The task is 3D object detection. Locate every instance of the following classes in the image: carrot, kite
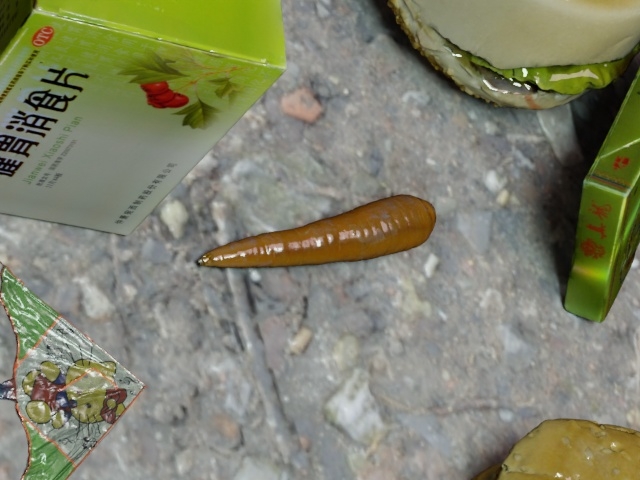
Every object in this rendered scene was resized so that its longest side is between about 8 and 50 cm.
[{"bbox_3d":[0.000,0.000,1.348,0.216,0.048,0.048,-12,76,-29],"label":"carrot"},{"bbox_3d":[-0.231,0.104,1.177,0.244,0.006,0.198,-2,70,-32],"label":"kite"}]

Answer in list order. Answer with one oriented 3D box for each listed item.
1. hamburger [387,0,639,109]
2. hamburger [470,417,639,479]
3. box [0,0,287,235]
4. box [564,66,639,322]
[{"bbox_3d":[0.172,-0.260,1.491,0.302,0.170,0.302,14,58,-24],"label":"hamburger"},{"bbox_3d":[0.235,0.274,1.306,0.283,0.144,0.259,19,57,-30],"label":"hamburger"},{"bbox_3d":[-0.159,-0.095,1.152,0.175,0.260,0.062,11,61,-28],"label":"box"},{"bbox_3d":[0.291,-0.095,1.493,0.043,0.173,0.311,19,53,16],"label":"box"}]
